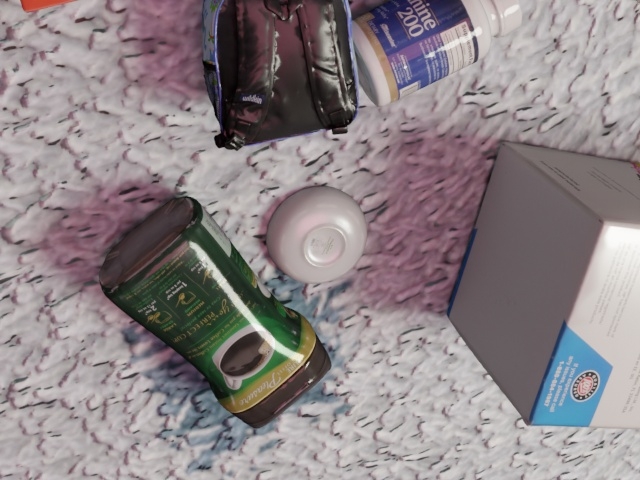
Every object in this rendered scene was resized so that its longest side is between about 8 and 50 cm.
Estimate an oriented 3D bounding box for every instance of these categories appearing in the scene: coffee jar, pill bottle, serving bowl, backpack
[{"bbox_3d":[-0.076,0.060,0.741,0.096,0.079,0.184,-39,118,1],"label":"coffee jar"},{"bbox_3d":[0.081,-0.151,0.698,0.120,0.067,0.067,-26,119,-4],"label":"pill bottle"},{"bbox_3d":[0.000,0.000,0.766,0.083,0.027,0.083,-6,115,-13],"label":"serving bowl"},{"bbox_3d":[-0.032,-0.133,0.662,0.105,0.084,0.114,-10,120,-11],"label":"backpack"}]

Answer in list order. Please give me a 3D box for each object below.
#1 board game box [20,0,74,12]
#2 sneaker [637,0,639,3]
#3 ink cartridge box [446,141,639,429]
[{"bbox_3d":[-0.107,-0.320,0.564,0.242,0.064,0.316,-17,118,-9],"label":"board game box"},{"bbox_3d":[0.340,-0.271,0.689,0.099,0.121,0.262,25,105,-26],"label":"sneaker"},{"bbox_3d":[0.257,0.038,0.780,0.232,0.168,0.171,7,112,-19],"label":"ink cartridge box"}]
